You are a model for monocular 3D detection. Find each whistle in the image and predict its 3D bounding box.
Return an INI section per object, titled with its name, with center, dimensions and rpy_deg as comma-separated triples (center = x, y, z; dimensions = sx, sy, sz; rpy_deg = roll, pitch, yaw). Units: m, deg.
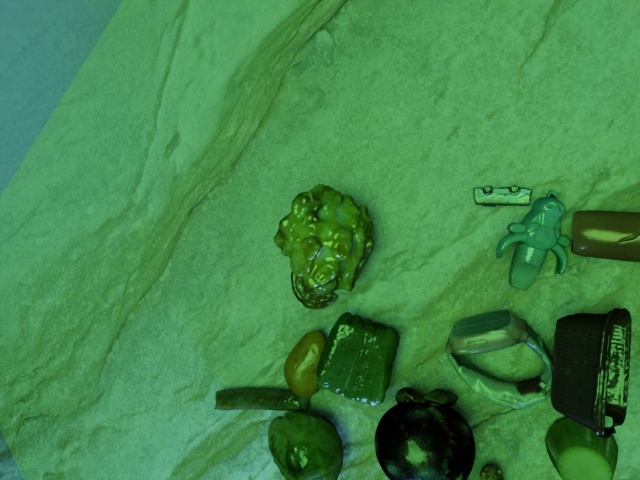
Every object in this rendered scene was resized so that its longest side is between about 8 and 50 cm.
[whistle]
center = 0.569, -0.001, 1.202
dimensions = 0.186, 0.093, 0.274
rpy_deg = 15, 101, -2

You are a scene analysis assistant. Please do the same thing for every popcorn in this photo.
[popcorn]
center = 0.014, 0.007, 1.364
dimensions = 0.312, 0.312, 0.312
rpy_deg = 0, 91, 26

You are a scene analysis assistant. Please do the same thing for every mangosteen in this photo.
[mangosteen]
center = 0.286, 0.551, 1.257
dimensions = 0.288, 0.288, 0.288
rpy_deg = 0, 91, 26

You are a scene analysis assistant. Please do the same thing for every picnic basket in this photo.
[picnic basket]
center = 0.665, 0.305, 1.115
dimensions = 0.129, 0.222, 0.297
rpy_deg = 5, 93, 48

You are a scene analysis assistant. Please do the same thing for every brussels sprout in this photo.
[brussels sprout]
center = -0.054, 0.662, 1.450
dimensions = 0.271, 0.210, 0.219
rpy_deg = 17, 122, 32

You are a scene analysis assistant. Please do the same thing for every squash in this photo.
[squash]
center = 0.665, 0.550, 1.154
dimensions = 0.170, 0.123, 0.170
rpy_deg = 4, 98, 27

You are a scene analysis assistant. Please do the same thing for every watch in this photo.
[watch]
center = 0.491, 0.328, 1.227
dimensions = 0.253, 0.162, 0.241
rpy_deg = -18, 96, 27

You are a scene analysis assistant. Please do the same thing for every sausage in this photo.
[sausage]
center = 0.772, -0.007, 1.087
dimensions = 0.304, 0.121, 0.121
rpy_deg = 6, 94, 26

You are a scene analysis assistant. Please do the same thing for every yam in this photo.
[yam]
center = -0.217, 0.559, 1.595
dimensions = 0.371, 0.083, 0.083
rpy_deg = -10, 87, 23

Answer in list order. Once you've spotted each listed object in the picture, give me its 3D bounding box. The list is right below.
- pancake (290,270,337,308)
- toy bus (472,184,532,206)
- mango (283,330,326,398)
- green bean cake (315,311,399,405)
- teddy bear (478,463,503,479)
[pancake]
center = -0.021, 0.143, 1.524
dimensions = 0.190, 0.020, 0.184
rpy_deg = 19, 98, 24
[toy bus]
center = 0.502, -0.124, 1.254
dimensions = 0.153, 0.051, 0.061
rpy_deg = 3, 98, 25
[mango]
center = -0.043, 0.402, 1.489
dimensions = 0.147, 0.109, 0.227
rpy_deg = 17, 97, 24
[green bean cake]
center = 0.117, 0.353, 1.378
dimensions = 0.222, 0.125, 0.248
rpy_deg = 19, 100, 2
[teddy bear]
center = 0.540, 0.747, 1.155
dimensions = 0.222, 0.246, 0.296
rpy_deg = -32, 90, 48
